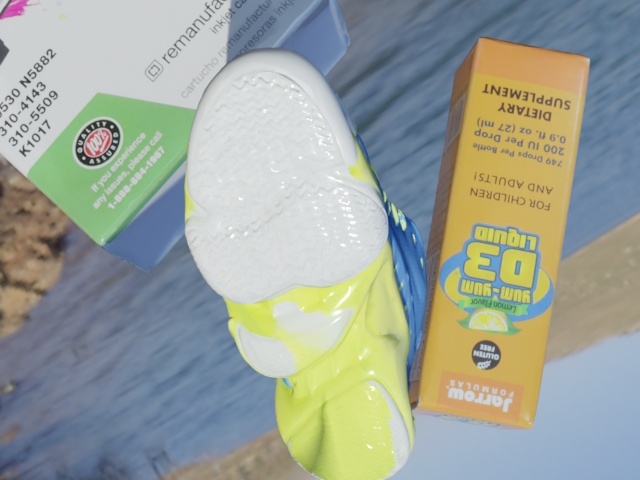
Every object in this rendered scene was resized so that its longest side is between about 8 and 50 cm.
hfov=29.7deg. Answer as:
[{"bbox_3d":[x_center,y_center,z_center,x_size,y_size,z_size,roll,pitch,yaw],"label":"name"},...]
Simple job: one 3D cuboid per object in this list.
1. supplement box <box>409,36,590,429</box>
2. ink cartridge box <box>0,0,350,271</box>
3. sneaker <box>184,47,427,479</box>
[{"bbox_3d":[0.109,-0.002,0.754,0.078,0.233,0.080,10,173,-3],"label":"supplement box"},{"bbox_3d":[-0.152,-0.150,0.758,0.201,0.278,0.117,-48,168,-2],"label":"ink cartridge box"},{"bbox_3d":[0.000,0.000,0.592,0.091,0.240,0.126,-1,-146,14],"label":"sneaker"}]
